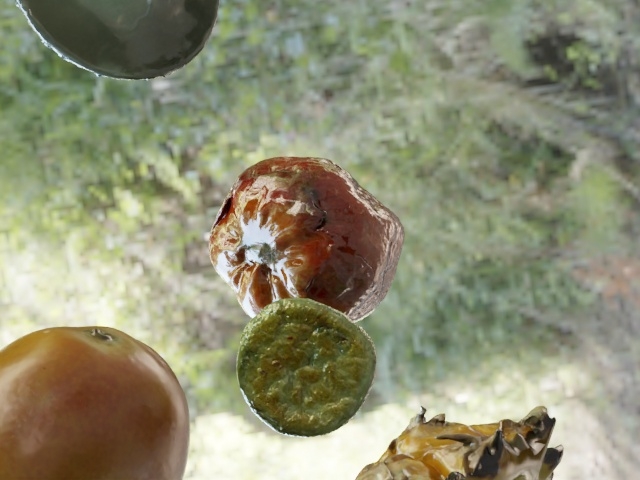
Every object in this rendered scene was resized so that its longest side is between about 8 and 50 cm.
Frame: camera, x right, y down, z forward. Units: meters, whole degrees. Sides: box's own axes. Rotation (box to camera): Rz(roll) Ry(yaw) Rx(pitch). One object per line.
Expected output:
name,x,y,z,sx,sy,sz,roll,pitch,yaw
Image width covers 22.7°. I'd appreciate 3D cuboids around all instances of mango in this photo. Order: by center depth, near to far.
mango,-0.164,0.146,0.894,0.120,0.221,0.151,19,152,42

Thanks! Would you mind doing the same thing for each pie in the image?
pie,-0.010,0.073,0.919,0.021,0.084,0.084,-99,0,-85

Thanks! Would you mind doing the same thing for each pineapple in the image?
pineapple,0.035,0.164,0.713,0.225,0.076,0.225,-40,-39,-43

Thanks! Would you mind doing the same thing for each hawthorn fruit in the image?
hawthorn fruit,-0.006,0.001,1.448,0.173,0.179,0.173,-30,56,58

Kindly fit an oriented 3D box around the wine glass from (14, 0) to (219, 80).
wine glass,-0.032,-0.131,0.530,0.202,0.093,0.093,-34,59,57
